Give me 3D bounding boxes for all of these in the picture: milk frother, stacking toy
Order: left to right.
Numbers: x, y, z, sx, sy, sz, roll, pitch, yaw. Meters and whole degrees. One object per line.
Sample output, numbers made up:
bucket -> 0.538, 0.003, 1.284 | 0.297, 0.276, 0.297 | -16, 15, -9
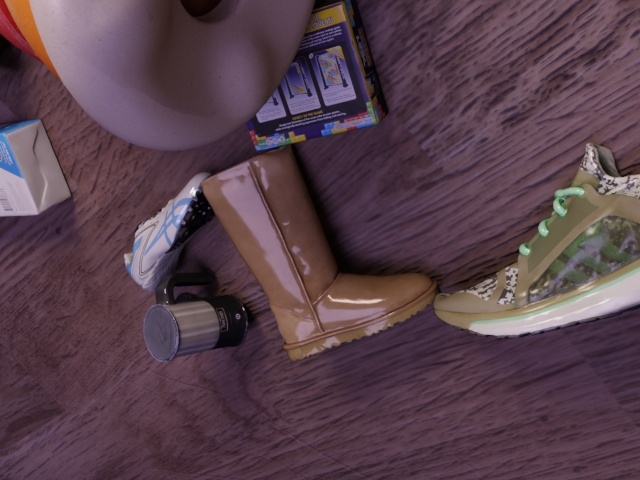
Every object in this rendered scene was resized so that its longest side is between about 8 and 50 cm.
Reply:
stacking toy -> -0.267, -0.310, 0.605 | 0.480, 0.351, 0.350 | 21, 125, 22
milk frother -> -0.212, 0.128, 0.970 | 0.143, 0.135, 0.129 | -43, 65, 34

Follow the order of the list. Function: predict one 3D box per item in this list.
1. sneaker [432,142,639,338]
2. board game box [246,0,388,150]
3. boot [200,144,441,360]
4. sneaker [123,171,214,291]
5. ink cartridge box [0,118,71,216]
sneaker -> 0.300, -0.008, 0.690 | 0.411, 0.158, 0.181 | -22, 77, 35
board game box -> -0.021, -0.192, 0.750 | 0.170, 0.048, 0.141 | -7, 113, 28
boot -> 0.000, 0.000, 0.824 | 0.236, 0.089, 0.269 | -23, 95, 6
sneaker -> -0.225, -0.018, 0.926 | 0.086, 0.085, 0.237 | 44, 123, 6
ink cartridge box -> -0.530, -0.111, 1.009 | 0.231, 0.078, 0.134 | 0, 118, 24
